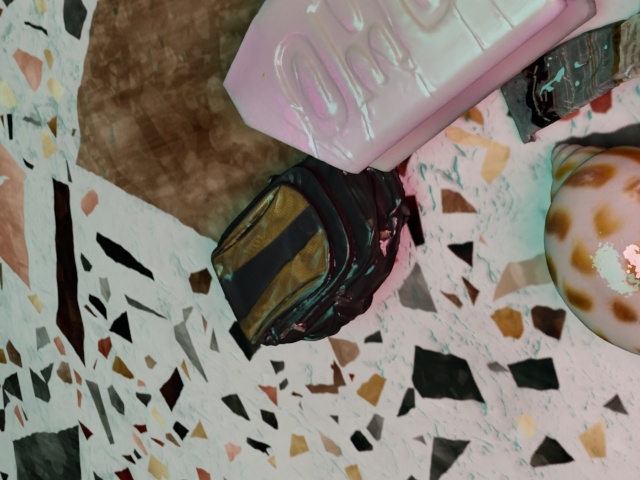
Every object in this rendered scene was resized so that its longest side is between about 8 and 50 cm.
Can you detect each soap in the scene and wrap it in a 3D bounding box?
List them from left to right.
[{"bbox_3d":[0.067,-0.205,0.940,0.347,0.115,0.208,-36,77,37],"label":"soap"}]

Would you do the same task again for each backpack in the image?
[{"bbox_3d":[0.000,0.000,1.116,0.258,0.133,0.206,-47,65,36],"label":"backpack"}]

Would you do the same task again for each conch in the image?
[{"bbox_3d":[0.287,0.003,0.832,0.275,0.183,0.148,60,173,20],"label":"conch"}]

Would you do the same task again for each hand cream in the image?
[{"bbox_3d":[0.267,-0.161,0.863,0.248,0.052,0.075,-22,64,52],"label":"hand cream"}]
